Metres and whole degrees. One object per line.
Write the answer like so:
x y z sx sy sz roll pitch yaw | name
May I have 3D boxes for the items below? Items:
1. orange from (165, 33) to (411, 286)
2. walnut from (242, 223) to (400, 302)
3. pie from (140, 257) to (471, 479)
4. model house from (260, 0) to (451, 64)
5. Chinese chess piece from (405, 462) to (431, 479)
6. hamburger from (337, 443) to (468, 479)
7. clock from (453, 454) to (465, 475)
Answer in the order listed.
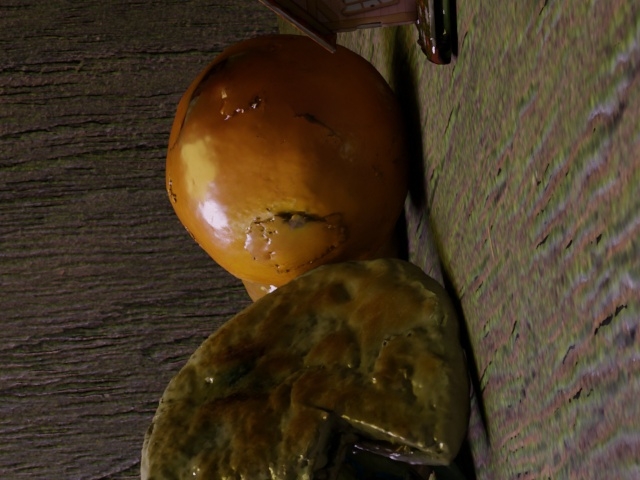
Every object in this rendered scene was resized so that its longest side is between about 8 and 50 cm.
-0.032 -0.077 1.643 0.246 0.246 0.246 173 90 -87 | orange
0.000 0.000 1.859 0.225 0.193 0.193 -89 -6 -64 | walnut
-0.019 0.141 1.481 0.075 0.337 0.337 56 -165 -38 | pie
0.006 -0.275 1.350 0.294 0.154 0.207 -101 4 -58 | model house
-0.002 0.210 1.724 0.097 0.251 0.251 -147 48 -63 | Chinese chess piece
0.021 0.290 1.537 0.276 0.150 0.260 9 111 48 | hamburger
0.126 0.240 1.562 0.085 0.017 0.085 173 90 -87 | clock
